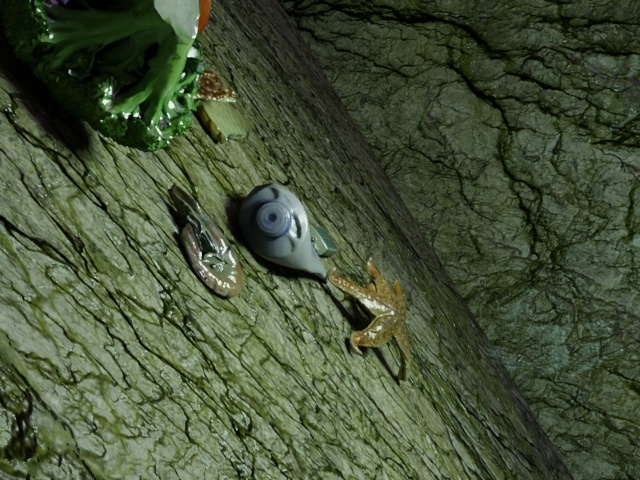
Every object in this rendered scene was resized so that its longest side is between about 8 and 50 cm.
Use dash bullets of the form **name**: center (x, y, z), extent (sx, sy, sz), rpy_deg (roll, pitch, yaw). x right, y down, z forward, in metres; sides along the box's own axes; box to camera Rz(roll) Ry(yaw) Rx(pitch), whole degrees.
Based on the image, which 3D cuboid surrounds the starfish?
- **starfish**: center (0.148, 0.187, 2.051), extent (0.375, 0.094, 0.327), rpy_deg (-23, 87, -62)

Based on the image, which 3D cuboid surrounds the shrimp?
- **shrimp**: center (-0.207, 0.003, 1.486), extent (0.223, 0.047, 0.126), rpy_deg (57, 24, -1)

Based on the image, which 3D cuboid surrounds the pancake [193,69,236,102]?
- **pancake**: center (-0.293, -0.399, 1.962), extent (0.244, 0.057, 0.266), rpy_deg (23, 36, -25)

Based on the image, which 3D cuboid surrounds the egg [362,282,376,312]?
- **egg**: center (0.140, 0.147, 2.217), extent (0.080, 0.080, 0.096), rpy_deg (48, 17, -28)

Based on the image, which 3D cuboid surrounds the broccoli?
- **broccoli**: center (-0.329, -0.349, 1.353), extent (0.310, 0.321, 0.413), rpy_deg (145, -47, -72)

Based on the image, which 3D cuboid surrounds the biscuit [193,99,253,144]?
- **biscuit**: center (-0.252, -0.316, 2.072), extent (0.187, 0.036, 0.273), rpy_deg (55, 15, -1)

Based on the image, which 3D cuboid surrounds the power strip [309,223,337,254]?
- **power strip**: center (0.000, 0.000, 2.134), extent (0.080, 0.029, 0.227), rpy_deg (57, 6, 6)

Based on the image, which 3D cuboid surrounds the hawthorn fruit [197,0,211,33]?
- **hawthorn fruit**: center (-0.356, -0.537, 1.818), extent (0.287, 0.287, 0.330), rpy_deg (57, -1, 6)

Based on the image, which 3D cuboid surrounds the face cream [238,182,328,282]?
- **face cream**: center (-0.074, -0.016, 1.884), extent (0.235, 0.137, 0.420), rpy_deg (56, 2, 10)
